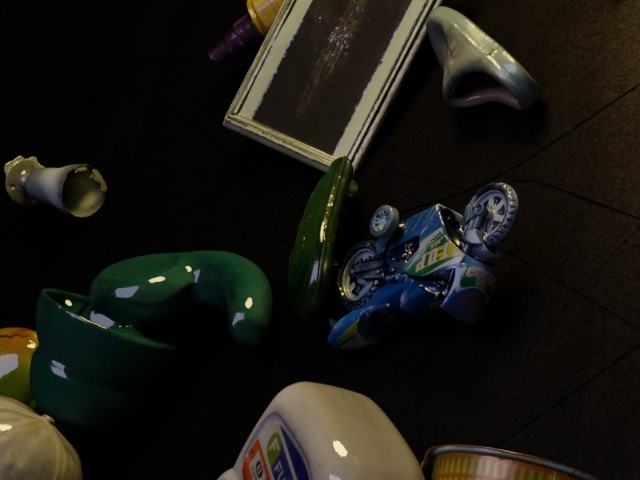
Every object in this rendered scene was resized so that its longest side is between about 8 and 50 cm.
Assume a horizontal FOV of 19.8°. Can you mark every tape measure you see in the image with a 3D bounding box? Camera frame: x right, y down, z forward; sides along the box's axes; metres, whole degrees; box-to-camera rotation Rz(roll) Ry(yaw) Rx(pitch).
[{"bbox_3d":[-0.003,0.279,1.630,0.265,0.130,0.258,-60,28,27],"label":"tape measure"}]

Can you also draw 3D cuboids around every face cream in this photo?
[{"bbox_3d":[-0.025,-0.296,2.228,0.273,0.078,0.078,-33,40,22],"label":"face cream"}]

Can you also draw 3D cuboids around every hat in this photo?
[{"bbox_3d":[-0.385,0.252,2.005,0.275,0.232,0.161,-3,52,38],"label":"hat"}]

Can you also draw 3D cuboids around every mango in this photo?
[{"bbox_3d":[-0.395,0.187,2.170,0.233,0.111,0.125,-43,21,30],"label":"mango"}]

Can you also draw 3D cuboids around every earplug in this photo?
[{"bbox_3d":[-0.196,0.113,2.025,0.257,0.164,0.280,32,98,12],"label":"earplug"}]

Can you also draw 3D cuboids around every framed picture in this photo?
[{"bbox_3d":[0.021,-0.230,2.100,0.231,0.018,0.293,25,88,42],"label":"framed picture"}]

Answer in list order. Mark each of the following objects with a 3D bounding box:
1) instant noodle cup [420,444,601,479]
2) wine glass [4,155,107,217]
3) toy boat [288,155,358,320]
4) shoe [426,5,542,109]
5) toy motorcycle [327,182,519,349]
[{"bbox_3d":[0.145,0.279,1.497,0.168,0.168,0.185,-4,63,44],"label":"instant noodle cup"},{"bbox_3d":[-0.347,-0.072,2.373,0.155,0.072,0.072,10,66,51],"label":"wine glass"},{"bbox_3d":[0.000,0.000,1.924,0.210,0.052,0.104,-76,8,-49],"label":"toy boat"},{"bbox_3d":[0.155,-0.181,1.939,0.078,0.079,0.195,-44,40,-5],"label":"shoe"},{"bbox_3d":[0.100,0.036,1.804,0.254,0.092,0.136,-26,51,42],"label":"toy motorcycle"}]
